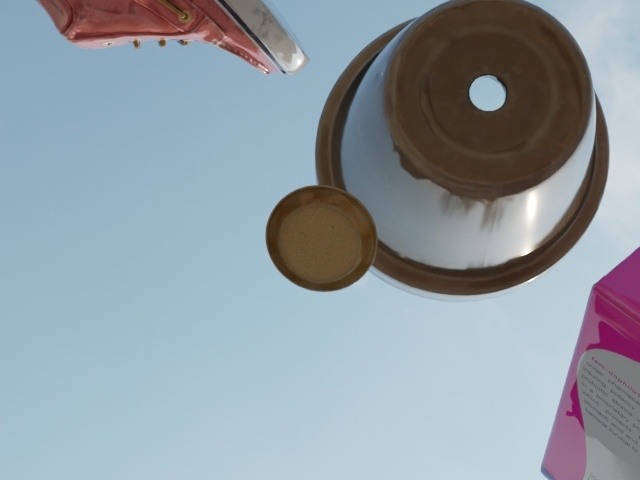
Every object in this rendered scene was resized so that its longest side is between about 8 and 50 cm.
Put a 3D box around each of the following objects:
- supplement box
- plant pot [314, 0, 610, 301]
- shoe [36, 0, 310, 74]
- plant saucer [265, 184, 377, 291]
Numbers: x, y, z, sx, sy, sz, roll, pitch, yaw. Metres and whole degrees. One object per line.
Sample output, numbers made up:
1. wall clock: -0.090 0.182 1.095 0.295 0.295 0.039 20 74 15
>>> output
1. supplement box: 0.225 0.095 0.608 0.111 0.114 0.220 40 -26 29
2. plant pot: 0.125 -0.088 0.801 0.263 0.229 0.263 0 -99 1
3. shoe: -0.084 -0.125 0.508 0.081 0.063 0.178 -39 -42 12
4. plant saucer: 0.000 0.000 0.731 0.083 0.083 0.015 20 -20 -2
